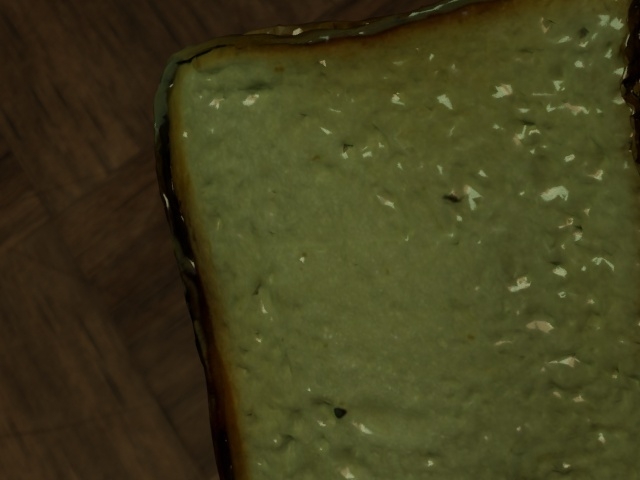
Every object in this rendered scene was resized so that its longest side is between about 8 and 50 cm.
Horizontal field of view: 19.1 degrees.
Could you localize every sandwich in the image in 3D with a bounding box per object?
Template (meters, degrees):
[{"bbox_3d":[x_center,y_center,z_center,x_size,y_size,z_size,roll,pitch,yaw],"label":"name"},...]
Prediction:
[{"bbox_3d":[0.062,0.030,0.911,0.271,0.099,0.301,-6,100,31],"label":"sandwich"}]
